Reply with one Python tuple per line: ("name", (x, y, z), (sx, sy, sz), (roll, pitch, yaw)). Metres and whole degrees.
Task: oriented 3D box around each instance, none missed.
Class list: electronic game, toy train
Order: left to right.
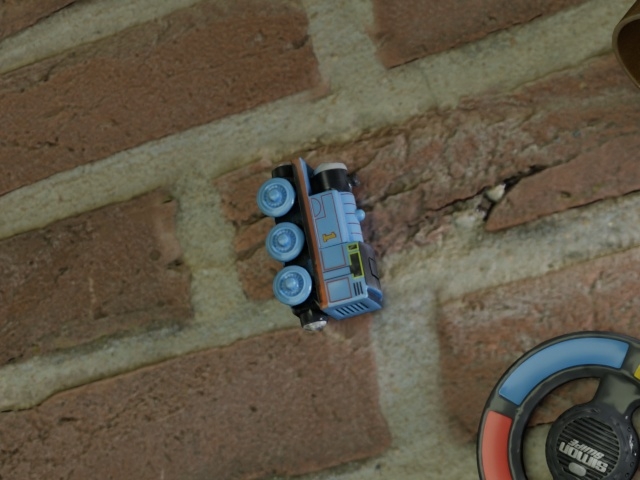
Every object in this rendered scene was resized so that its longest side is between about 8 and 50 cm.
("toy train", (0.000, 0.000, 1.684), (0.105, 0.080, 0.184), (-15, 72, 12))
("electronic game", (0.258, 0.200, 1.542), (0.229, 0.048, 0.229), (-5, 78, 23))

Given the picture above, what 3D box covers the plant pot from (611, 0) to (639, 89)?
("plant pot", (0.430, -0.232, 1.472), (0.237, 0.237, 0.254), (26, 76, 26))
